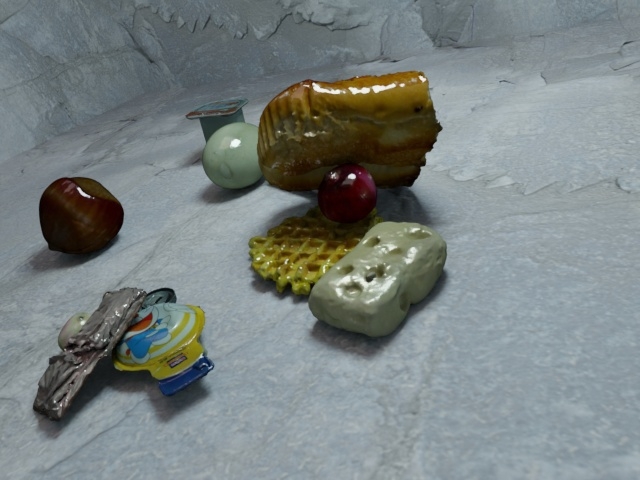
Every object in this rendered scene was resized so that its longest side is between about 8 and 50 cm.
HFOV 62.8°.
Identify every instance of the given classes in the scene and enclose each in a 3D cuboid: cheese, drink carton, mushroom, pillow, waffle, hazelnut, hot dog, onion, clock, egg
[{"bbox_3d":[0.109,0.057,0.914,0.159,0.092,0.263,18,44,37],"label":"cheese"},{"bbox_3d":[-0.323,-0.379,1.814,0.186,0.189,0.191,-6,29,18],"label":"drink carton"},{"bbox_3d":[-0.267,0.179,0.906,0.177,0.069,0.270,-30,32,-23],"label":"cheese"},{"bbox_3d":[-0.460,0.180,1.003,0.083,0.067,0.083,-46,14,16],"label":"mushroom"},{"bbox_3d":[-0.405,0.183,0.906,0.135,0.049,0.248,-6,46,47],"label":"pillow"},{"bbox_3d":[0.001,0.003,1.109,0.312,0.060,0.307,-28,31,-19],"label":"waffle"},{"bbox_3d":[-0.650,-0.061,1.411,0.230,0.229,0.229,-12,28,6],"label":"hazelnut"},{"bbox_3d":[0.039,-0.222,1.170,0.366,0.367,0.195,-10,71,-7],"label":"hot dog"},{"bbox_3d":[0.053,-0.096,1.067,0.131,0.131,0.131,-12,28,6],"label":"onion"},{"bbox_3d":[-0.340,0.128,1.089,0.085,0.017,0.085,-11,28,6],"label":"clock"},{"bbox_3d":[-0.241,-0.251,1.545,0.187,0.186,0.253,0,32,25],"label":"egg"}]

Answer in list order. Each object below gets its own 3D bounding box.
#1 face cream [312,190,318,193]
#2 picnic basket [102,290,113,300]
[{"bbox_3d":[-0.038,-0.182,1.447,0.107,0.073,0.269,-40,37,-25],"label":"face cream"},{"bbox_3d":[-0.407,0.139,1.045,0.072,0.072,0.083,-18,39,-5],"label":"picnic basket"}]
